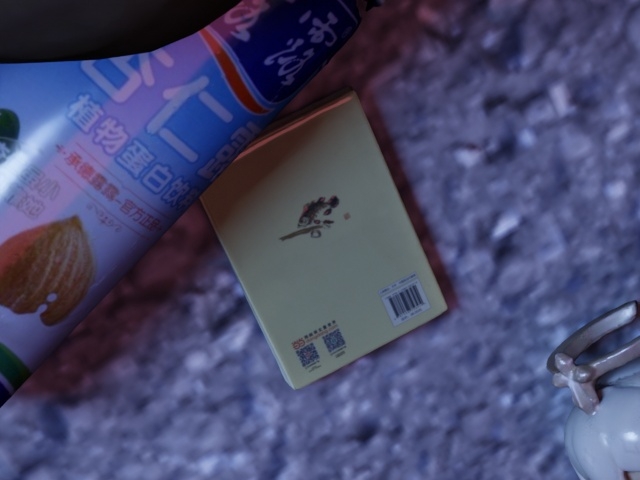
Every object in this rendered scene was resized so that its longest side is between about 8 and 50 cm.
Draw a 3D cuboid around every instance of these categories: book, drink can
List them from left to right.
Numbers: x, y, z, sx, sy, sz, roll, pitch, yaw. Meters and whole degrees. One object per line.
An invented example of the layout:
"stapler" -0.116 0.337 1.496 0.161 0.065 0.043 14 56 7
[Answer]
"drink can" -0.089 -0.035 0.547 0.235 0.097 0.097 -45 113 4
"book" 0.000 0.000 0.625 0.077 0.014 0.111 -27 113 -7

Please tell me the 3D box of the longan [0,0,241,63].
"longan" -0.100 -0.190 0.395 0.297 0.297 0.297 -5 109 -14

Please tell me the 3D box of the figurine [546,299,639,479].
"figurine" 0.159 0.095 0.656 0.132 0.132 0.154 -31 100 -3
